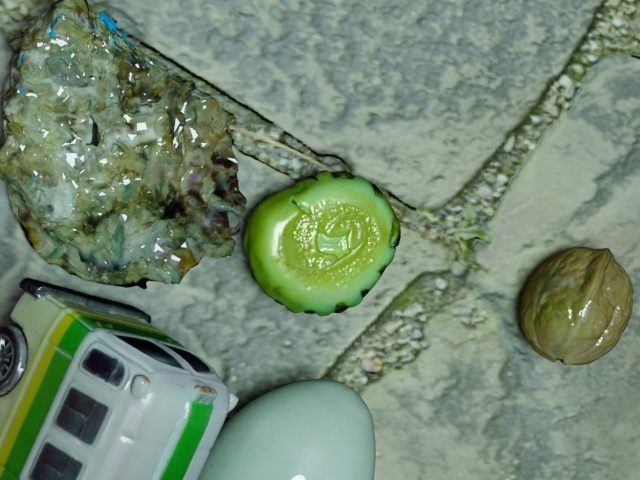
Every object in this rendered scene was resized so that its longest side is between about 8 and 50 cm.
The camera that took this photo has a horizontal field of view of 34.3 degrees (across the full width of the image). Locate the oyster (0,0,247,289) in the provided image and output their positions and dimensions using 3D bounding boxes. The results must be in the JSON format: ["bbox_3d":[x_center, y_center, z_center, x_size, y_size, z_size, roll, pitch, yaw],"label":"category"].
[{"bbox_3d":[-0.168,-0.077,0.865,0.198,0.092,0.259,-14,104,-11],"label":"oyster"}]

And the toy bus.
[{"bbox_3d":[-0.203,0.206,0.819,0.143,0.179,0.305,26,89,-57],"label":"toy bus"}]

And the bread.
[{"bbox_3d":[0.000,0.000,0.934,0.139,0.071,0.130,-45,105,-8],"label":"bread"}]

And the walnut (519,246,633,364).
[{"bbox_3d":[0.249,0.061,1.007,0.105,0.105,0.124,28,84,-19],"label":"walnut"}]

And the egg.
[{"bbox_3d":[-0.033,0.216,0.911,0.151,0.151,0.209,40,84,-18],"label":"egg"}]
